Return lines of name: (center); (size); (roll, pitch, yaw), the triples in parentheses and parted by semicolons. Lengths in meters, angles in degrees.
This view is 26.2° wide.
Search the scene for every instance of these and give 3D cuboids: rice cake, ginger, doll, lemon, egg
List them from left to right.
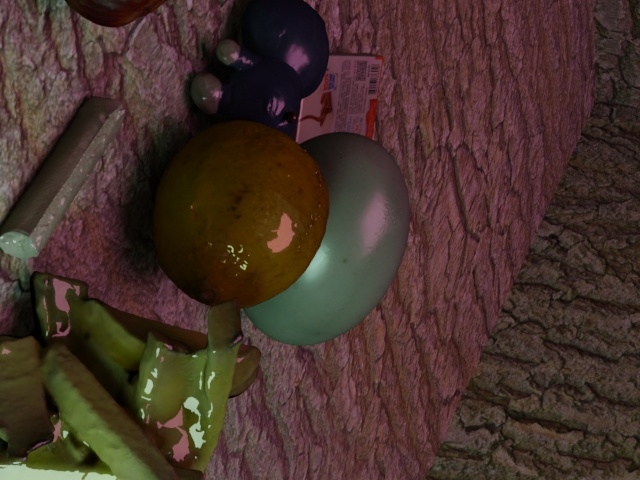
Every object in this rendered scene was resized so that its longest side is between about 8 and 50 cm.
rice cake: (-0.333, -0.083, 1.773); (0.052, 0.057, 0.256); (99, 16, -58)
ginger: (-0.264, 0.226, 1.737); (0.413, 0.211, 0.358); (-50, 116, -22)
lemon: (-0.122, -0.034, 2.019); (0.258, 0.258, 0.310); (72, 33, -51)
doll: (-0.082, -0.269, 2.155); (0.228, 0.154, 0.258); (57, 41, -49)
egg: (0.000, 0.000, 2.274); (0.276, 0.276, 0.389); (-27, 147, -61)

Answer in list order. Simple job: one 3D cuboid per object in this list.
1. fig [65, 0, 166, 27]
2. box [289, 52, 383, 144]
fig: (-0.244, -0.368, 1.675); (0.205, 0.205, 0.205); (-43, 140, -53)
box: (0.014, -0.203, 2.479); (0.265, 0.048, 0.273); (-10, 111, -58)
